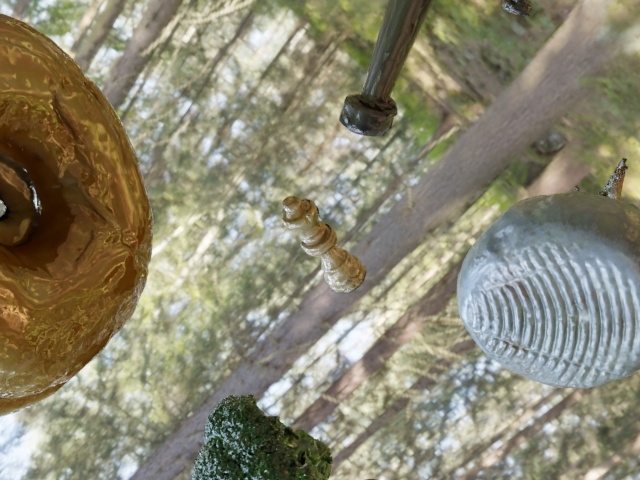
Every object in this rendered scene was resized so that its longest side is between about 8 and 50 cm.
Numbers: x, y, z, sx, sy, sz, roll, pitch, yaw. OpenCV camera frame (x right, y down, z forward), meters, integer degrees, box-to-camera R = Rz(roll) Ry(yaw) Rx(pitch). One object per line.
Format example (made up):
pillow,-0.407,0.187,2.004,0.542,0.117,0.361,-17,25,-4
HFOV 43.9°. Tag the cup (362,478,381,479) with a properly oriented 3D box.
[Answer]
cup,0.092,0.504,1.395,0.199,0.199,0.150,30,-126,-19

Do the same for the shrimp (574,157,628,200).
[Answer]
shrimp,0.518,-0.100,1.461,0.091,0.127,0.025,15,-151,-8

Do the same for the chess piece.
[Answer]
chess piece,0.000,0.001,1.061,0.172,0.060,0.060,53,-162,-39

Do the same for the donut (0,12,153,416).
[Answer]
donut,-0.358,-0.040,0.828,0.449,0.198,0.448,24,-119,-53

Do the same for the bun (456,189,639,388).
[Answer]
bun,0.389,0.073,1.280,0.354,0.354,0.194,39,-141,-5

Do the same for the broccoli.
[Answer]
broccoli,-0.079,0.379,1.250,0.294,0.265,0.245,56,-142,-2

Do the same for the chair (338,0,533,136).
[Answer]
chair,0.154,-0.316,0.501,0.365,0.410,0.362,0,-148,-26
